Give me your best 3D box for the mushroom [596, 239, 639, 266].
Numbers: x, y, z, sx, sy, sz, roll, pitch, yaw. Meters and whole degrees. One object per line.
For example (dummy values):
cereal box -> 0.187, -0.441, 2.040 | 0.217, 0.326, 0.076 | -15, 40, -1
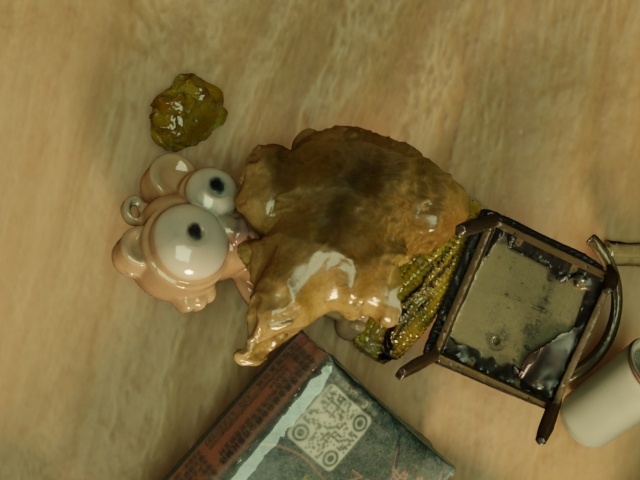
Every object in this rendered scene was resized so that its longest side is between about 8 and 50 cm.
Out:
mushroom -> 0.386, 0.031, 1.566 | 0.187, 0.060, 0.061 | 9, 107, -2

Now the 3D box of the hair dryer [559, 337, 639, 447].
hair dryer -> 0.387, 0.173, 1.560 | 0.236, 0.131, 0.073 | 8, 53, -29

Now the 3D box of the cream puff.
cream puff -> -0.140, -0.130, 1.466 | 0.058, 0.083, 0.083 | 30, 103, 34

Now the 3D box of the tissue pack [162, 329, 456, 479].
tissue pack -> -0.042, 0.277, 1.452 | 0.315, 0.103, 0.228 | -48, 120, -4

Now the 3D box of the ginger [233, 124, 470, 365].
ginger -> 0.000, 0.000, 1.372 | 0.219, 0.123, 0.270 | 38, 58, 13

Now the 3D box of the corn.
corn -> 0.109, 0.041, 1.509 | 0.072, 0.072, 0.203 | 38, 88, -10

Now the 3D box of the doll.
doll -> -0.072, 0.012, 1.457 | 0.278, 0.119, 0.154 | 14, 64, -21

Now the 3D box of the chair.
chair -> 0.203, 0.077, 1.445 | 0.166, 0.272, 0.188 | 25, 101, 16
